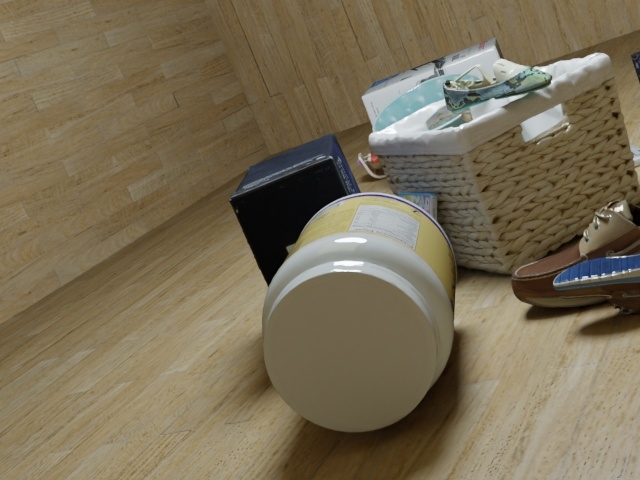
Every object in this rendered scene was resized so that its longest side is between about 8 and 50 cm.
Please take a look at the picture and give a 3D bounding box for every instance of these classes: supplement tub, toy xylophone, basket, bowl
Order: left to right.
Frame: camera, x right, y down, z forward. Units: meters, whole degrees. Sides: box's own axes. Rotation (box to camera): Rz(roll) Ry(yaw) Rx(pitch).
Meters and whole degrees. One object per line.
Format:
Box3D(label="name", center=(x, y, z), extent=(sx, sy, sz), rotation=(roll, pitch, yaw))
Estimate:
Box3D(label="supplement tub", center=(0.057, 0.084, 1.267), extent=(0.241, 0.241, 0.331), rotation=(-20, 13, 14))
Box3D(label="toy xylophone", center=(0.261, -0.268, 2.819), extent=(0.323, 0.081, 0.236), rotation=(-22, 11, 0))
Box3D(label="bowl", center=(0.309, -0.287, 2.518), extent=(0.312, 0.163, 0.311), rotation=(-23, 28, 13))
Box3D(label="basket", center=(0.321, -0.131, 1.667), extent=(0.328, 0.266, 0.331), rotation=(-27, 12, -19))

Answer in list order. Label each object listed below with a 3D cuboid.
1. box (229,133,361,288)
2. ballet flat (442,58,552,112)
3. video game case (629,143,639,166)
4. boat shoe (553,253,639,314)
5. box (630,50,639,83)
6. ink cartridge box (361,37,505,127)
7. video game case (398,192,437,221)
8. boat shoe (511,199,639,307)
Box3D(label="box", center=(0.000, 0.000, 1.602), extent=(0.183, 0.296, 0.294), rotation=(-22, 12, 5))
Box3D(label="ballet flat", center=(0.268, -0.248, 1.505), extent=(0.188, 0.070, 0.070), rotation=(-12, 16, 40))
Box3D(label="video game case", center=(0.563, -0.151, 1.909), extent=(0.143, 0.019, 0.157), rotation=(-22, 13, 4))
Box3D(label="boat shoe", center=(0.385, 0.057, 1.202), extent=(0.183, 0.066, 0.066), rotation=(-10, 18, 25))
Box3D(label="box", center=(0.817, -0.367, 2.094), extent=(0.163, 0.142, 0.247), rotation=(-22, 13, -3))
Box3D(label="ink cartridge box", center=(0.343, -0.426, 2.757), extent=(0.395, 0.166, 0.285), rotation=(-18, 13, 15))
Box3D(label="video game case", center=(0.162, 0.003, 1.630), extent=(0.015, 0.166, 0.119), rotation=(-1, 3, -23))
Box3D(label="boat shoe", center=(0.407, 0.001, 1.291), extent=(0.325, 0.116, 0.123), rotation=(-18, 13, 21))
